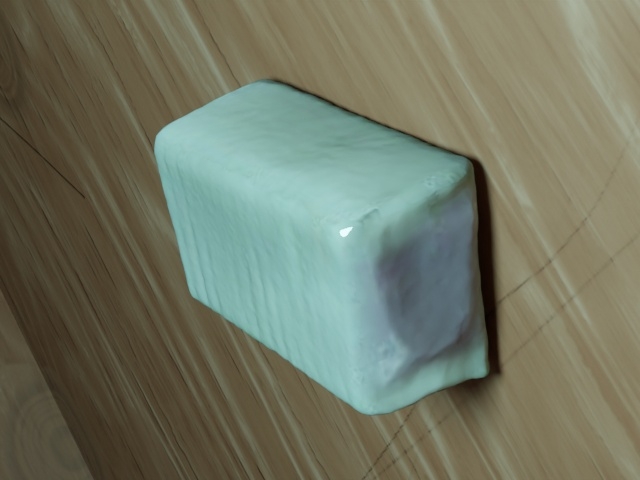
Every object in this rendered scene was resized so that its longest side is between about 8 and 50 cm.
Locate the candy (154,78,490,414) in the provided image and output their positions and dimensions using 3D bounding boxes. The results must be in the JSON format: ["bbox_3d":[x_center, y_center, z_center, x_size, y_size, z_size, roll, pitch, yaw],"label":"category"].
[{"bbox_3d":[-0.002,-0.002,1.335,0.358,0.145,0.208,30,136,53],"label":"candy"}]
